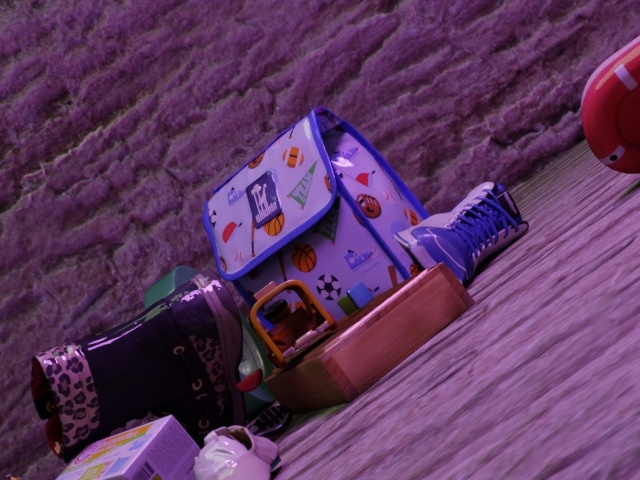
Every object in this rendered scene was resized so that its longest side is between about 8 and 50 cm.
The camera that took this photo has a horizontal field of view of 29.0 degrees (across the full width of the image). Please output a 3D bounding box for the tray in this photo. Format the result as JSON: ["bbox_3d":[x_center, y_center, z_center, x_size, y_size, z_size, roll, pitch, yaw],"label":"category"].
[{"bbox_3d":[0.051,0.144,1.707,0.203,0.076,0.411,-37,0,-16],"label":"tray"}]

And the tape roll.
[{"bbox_3d":[-0.207,0.198,2.390,0.077,0.321,0.321,-36,-1,11],"label":"tape roll"}]

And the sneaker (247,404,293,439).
[{"bbox_3d":[-0.085,0.266,1.715,0.109,0.040,0.044,-36,-3,-15],"label":"sneaker"}]

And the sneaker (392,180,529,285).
[{"bbox_3d":[0.225,-0.016,1.935,0.182,0.127,0.315,-39,-3,8],"label":"sneaker"}]

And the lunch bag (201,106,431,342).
[{"bbox_3d":[0.000,0.000,2.210,0.328,0.385,0.239,-37,-1,32],"label":"lunch bag"}]

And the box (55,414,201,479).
[{"bbox_3d":[-0.243,0.311,1.556,0.203,0.103,0.114,-25,17,43],"label":"box"}]

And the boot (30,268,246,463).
[{"bbox_3d":[-0.253,0.228,1.762,0.284,0.138,0.377,-22,-36,-25],"label":"boot"}]

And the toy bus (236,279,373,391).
[{"bbox_3d":[-0.049,0.108,1.714,0.202,0.104,0.191,-37,-1,37],"label":"toy bus"}]

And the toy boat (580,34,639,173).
[{"bbox_3d":[0.416,-0.159,1.438,0.231,0.151,0.151,-37,28,27],"label":"toy boat"}]

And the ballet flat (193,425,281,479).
[{"bbox_3d":[-0.094,0.235,1.277,0.086,0.086,0.248,-37,-1,1],"label":"ballet flat"}]

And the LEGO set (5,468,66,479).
[{"bbox_3d":[-0.453,0.459,2.233,0.331,0.192,0.255,-38,-1,42],"label":"LEGO set"}]
